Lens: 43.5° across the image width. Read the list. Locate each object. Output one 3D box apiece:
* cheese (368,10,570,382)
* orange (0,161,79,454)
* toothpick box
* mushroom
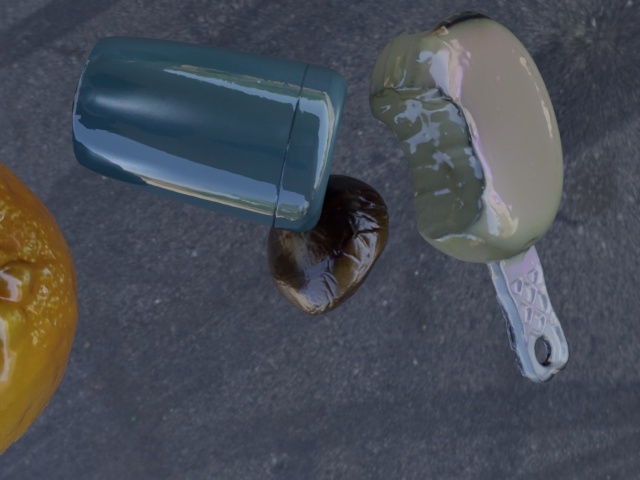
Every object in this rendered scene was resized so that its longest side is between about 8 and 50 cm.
[{"bbox_3d":[0.134,-0.028,0.616,0.082,0.163,0.287,-15,93,51],"label":"cheese"},{"bbox_3d":[-0.374,0.055,0.698,0.293,0.340,0.341,-16,98,29],"label":"orange"},{"bbox_3d":[-0.079,-0.081,0.576,0.184,0.120,0.120,13,108,-1],"label":"toothpick box"},{"bbox_3d":[0.000,0.000,0.639,0.052,0.123,0.123,26,119,-36],"label":"mushroom"}]
